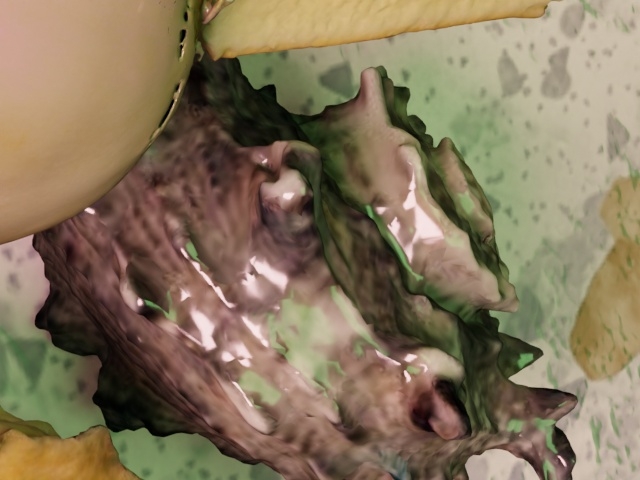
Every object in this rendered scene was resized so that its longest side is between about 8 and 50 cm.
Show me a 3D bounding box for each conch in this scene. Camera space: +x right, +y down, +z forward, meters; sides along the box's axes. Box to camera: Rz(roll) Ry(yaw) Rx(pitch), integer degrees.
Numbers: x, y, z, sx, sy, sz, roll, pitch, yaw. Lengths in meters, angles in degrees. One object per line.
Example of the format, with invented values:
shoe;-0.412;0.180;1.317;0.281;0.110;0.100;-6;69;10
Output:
conch;-0.002;-0.002;0.659;0.313;0.186;0.241;33;42;-10

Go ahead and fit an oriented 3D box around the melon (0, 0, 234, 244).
melon;-0.186;-0.110;0.484;0.316;0.223;0.223;13;81;-8

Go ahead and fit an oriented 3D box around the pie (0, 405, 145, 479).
pie;-0.129;0.213;0.479;0.339;0.083;0.340;11;76;-54

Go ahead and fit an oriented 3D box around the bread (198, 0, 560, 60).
bread;0.011;-0.209;0.645;0.246;0.111;0.239;-11;58;-36
